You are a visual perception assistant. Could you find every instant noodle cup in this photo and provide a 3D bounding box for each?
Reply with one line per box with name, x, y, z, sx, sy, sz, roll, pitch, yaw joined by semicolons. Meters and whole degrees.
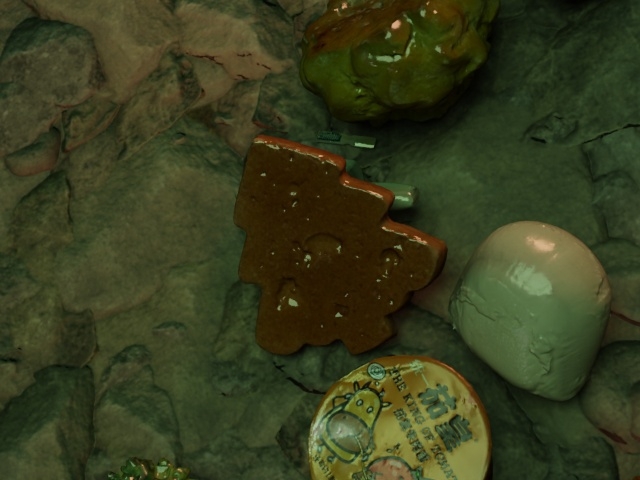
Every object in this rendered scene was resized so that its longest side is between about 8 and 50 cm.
instant noodle cup;0.109;0.258;1.841;0.216;0.172;0.215;-5;70;14

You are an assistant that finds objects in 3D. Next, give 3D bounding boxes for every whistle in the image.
whistle;0.005;-0.056;2.022;0.253;0.106;0.101;0;54;22

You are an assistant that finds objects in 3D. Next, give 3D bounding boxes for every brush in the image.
brush;0.034;-0.136;2.091;0.084;0.013;0.016;9;72;18

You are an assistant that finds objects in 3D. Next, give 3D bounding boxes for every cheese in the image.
cheese;0.257;0.072;1.867;0.198;0.189;0.154;38;53;23

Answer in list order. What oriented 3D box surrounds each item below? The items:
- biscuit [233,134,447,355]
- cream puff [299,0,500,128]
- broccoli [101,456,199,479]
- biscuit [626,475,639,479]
biscuit;0.000;0.000;1.958;0.284;0.043;0.306;-25;99;22
cream puff;0.115;-0.249;2.031;0.282;0.185;0.282;-30;25;16
broccoli;-0.165;0.499;1.847;0.397;0.275;0.353;29;100;3
biscuit;0.424;0.401;1.769;0.305;0.038;0.305;-5;70;15
